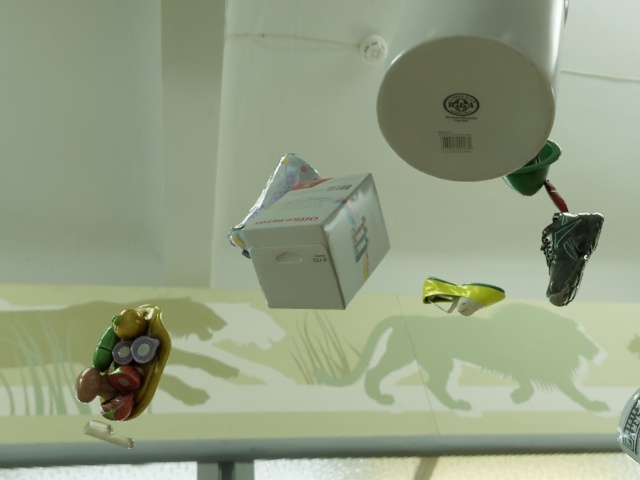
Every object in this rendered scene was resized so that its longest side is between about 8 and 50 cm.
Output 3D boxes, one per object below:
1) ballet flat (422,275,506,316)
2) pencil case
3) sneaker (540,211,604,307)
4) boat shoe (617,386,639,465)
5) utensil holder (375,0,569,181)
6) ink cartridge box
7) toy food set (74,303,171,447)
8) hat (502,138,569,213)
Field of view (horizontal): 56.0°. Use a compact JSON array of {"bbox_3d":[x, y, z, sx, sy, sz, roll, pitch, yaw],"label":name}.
[{"bbox_3d":[0.324,0.136,1.395,0.077,0.231,0.077,35,-107,-33],"label":"ballet flat"},{"bbox_3d":[-0.108,-0.075,1.455,0.124,0.113,0.273,34,-96,2],"label":"pencil case"},{"bbox_3d":[0.497,0.033,1.234,0.106,0.267,0.101,19,-44,25],"label":"sneaker"},{"bbox_3d":[0.376,0.152,0.447,0.306,0.105,0.113,10,-76,-22],"label":"boat shoe"},{"bbox_3d":[0.290,-0.349,1.135,0.327,0.386,0.328,12,-41,11],"label":"utensil holder"},{"bbox_3d":[0.000,0.000,0.842,0.128,0.176,0.127,-3,-66,31],"label":"ink cartridge box"},{"bbox_3d":[-0.302,0.193,0.887,0.128,0.218,0.071,10,-13,36],"label":"toy food set"},{"bbox_3d":[0.486,-0.120,1.411,0.172,0.208,0.184,-16,-61,5],"label":"hat"}]
